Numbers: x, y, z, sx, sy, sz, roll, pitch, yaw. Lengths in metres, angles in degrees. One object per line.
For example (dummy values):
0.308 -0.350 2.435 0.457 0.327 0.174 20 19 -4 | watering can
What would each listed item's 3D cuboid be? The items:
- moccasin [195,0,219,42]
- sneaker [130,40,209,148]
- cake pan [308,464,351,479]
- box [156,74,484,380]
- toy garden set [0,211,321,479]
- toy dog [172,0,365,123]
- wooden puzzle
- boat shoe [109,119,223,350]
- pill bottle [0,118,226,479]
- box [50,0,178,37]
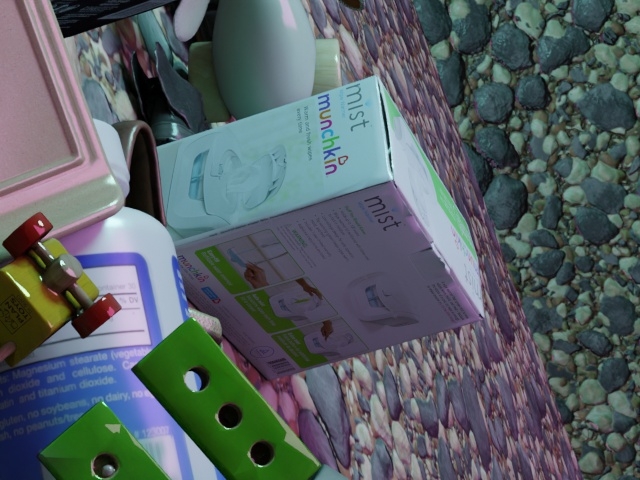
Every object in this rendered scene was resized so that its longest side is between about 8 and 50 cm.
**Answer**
-0.096 -0.329 1.537 0.147 0.139 0.380 -104 176 -54 | moccasin
-0.123 -0.106 1.394 0.170 0.051 0.089 43 37 -56 | sneaker
-0.068 0.234 0.829 0.054 0.293 0.293 44 15 3 | cake pan
0.000 0.000 1.369 0.262 0.231 0.126 51 26 -51 | box
-0.155 0.125 0.770 0.204 0.244 0.049 49 -23 -3 | toy garden set
-0.060 -0.198 1.391 0.333 0.220 0.161 56 20 -46 | toy dog
-0.239 -0.089 0.796 0.221 0.044 0.238 -26 98 -35 | wooden puzzle
-0.128 0.076 1.029 0.123 0.123 0.342 39 36 -64 | boat shoe
-0.151 0.070 0.902 0.152 0.152 0.272 30 44 -68 | pill bottle
-0.207 -0.209 0.996 0.247 0.163 0.142 -37 110 -75 | box
